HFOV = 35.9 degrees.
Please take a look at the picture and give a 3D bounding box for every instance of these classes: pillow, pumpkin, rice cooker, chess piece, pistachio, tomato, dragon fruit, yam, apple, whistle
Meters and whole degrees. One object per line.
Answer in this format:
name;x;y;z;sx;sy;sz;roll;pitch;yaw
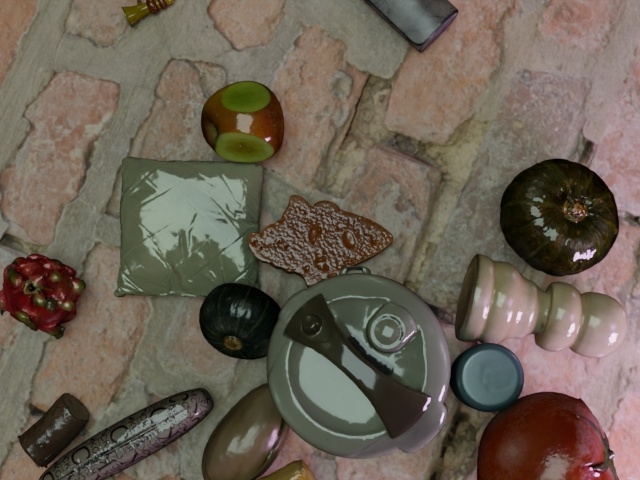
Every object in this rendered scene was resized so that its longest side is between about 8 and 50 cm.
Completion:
pillow;-0.254;-0.021;1.918;0.280;0.076;0.274;2;90;0
pumpkin;-0.146;0.152;1.848;0.167;0.125;0.167;5;125;8
rice cooker;0.072;0.225;1.734;0.335;0.325;0.335;-1;83;5
chess piece;0.409;0.138;1.808;0.299;0.167;0.167;14;85;1
pistachio;-0.136;0.369;1.843;0.136;0.136;0.226;35;82;8
tomato;0.393;0.403;1.725;0.265;0.265;0.265;-1;84;5
dragon fruit;-0.532;0.105;1.877;0.160;0.172;0.166;-31;83;1
yam;-0.511;0.364;1.895;0.127;0.084;0.084;-45;82;2
pumpkin;0.438;-0.042;1.819;0.223;0.157;0.224;2;75;-9
apple;-0.150;-0.221;1.885;0.147;0.146;0.163;-10;53;-16
whistle;-0.348;-0.478;2.000;0.109;0.057;0.046;-29;127;-7

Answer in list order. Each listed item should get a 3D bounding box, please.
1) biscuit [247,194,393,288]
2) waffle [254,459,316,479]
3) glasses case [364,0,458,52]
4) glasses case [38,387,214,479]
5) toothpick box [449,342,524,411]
biscuit;0.000;0.000;1.895;0.280;0.043;0.183;-4;84;-9
waffle;-0.089;0.545;1.811;0.248;0.055;0.221;-28;106;2
glasses case;0.128;-0.510;1.944;0.299;0.060;0.114;44;89;8
glasses case;-0.362;0.379;1.849;0.354;0.137;0.085;-29;83;1
toothpick box;0.293;0.248;1.786;0.120;0.184;0.120;0;82;0
